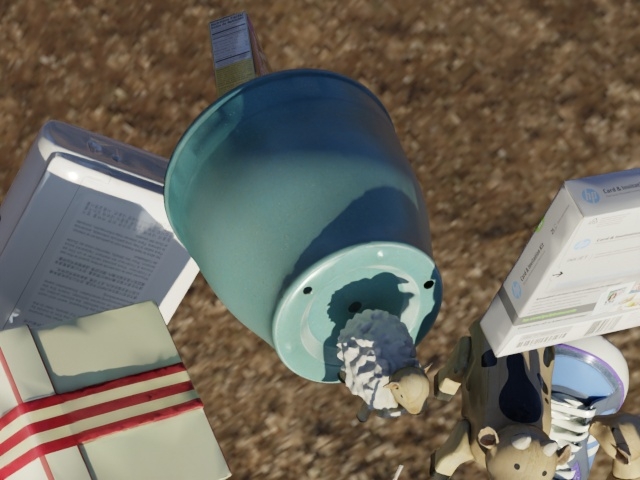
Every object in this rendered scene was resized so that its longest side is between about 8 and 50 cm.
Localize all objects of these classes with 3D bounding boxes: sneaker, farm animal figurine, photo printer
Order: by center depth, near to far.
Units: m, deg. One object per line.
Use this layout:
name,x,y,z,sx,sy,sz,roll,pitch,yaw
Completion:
farm animal figurine,0.201,0.198,1.465,0.330,0.172,0.327,2,55,-23
photo printer,-0.283,0.027,1.871,0.256,0.307,0.107,19,27,-26
sneaker,0.306,0.280,2.034,0.130,0.323,0.236,20,61,13

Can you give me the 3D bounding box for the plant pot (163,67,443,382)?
plant pot,0.000,0.000,1.611,0.271,0.272,0.255,3,35,-27

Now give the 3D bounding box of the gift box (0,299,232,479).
gift box,-0.294,0.240,1.656,0.258,0.276,0.255,-11,67,-47

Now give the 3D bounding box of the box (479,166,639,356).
box,0.218,0.014,1.178,0.145,0.186,0.038,-10,59,-24

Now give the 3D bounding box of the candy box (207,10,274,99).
candy box,-0.079,-0.156,1.734,0.053,0.109,0.187,-16,47,9
